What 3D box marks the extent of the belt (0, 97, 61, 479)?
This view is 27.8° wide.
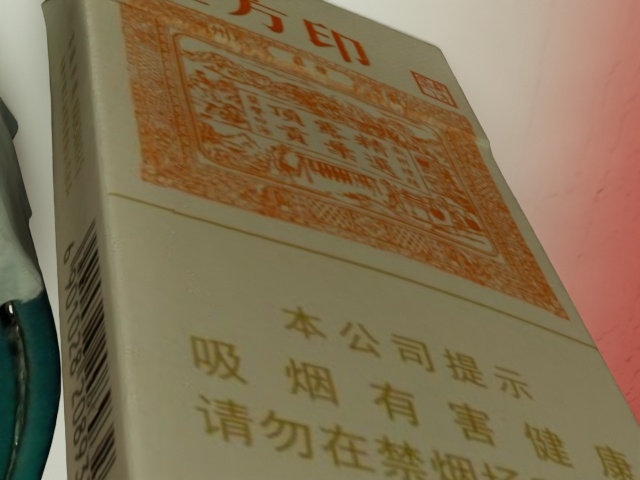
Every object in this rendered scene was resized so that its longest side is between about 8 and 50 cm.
[{"bbox_3d":[-0.289,0.071,0.599,0.300,0.173,0.436,12,127,-33],"label":"belt"}]

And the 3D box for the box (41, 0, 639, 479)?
[{"bbox_3d":[0.000,-0.001,0.489,0.204,0.365,0.051,17,121,-25],"label":"box"}]
